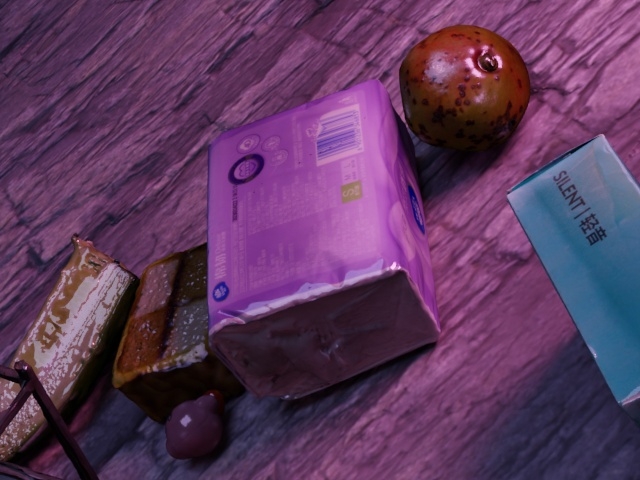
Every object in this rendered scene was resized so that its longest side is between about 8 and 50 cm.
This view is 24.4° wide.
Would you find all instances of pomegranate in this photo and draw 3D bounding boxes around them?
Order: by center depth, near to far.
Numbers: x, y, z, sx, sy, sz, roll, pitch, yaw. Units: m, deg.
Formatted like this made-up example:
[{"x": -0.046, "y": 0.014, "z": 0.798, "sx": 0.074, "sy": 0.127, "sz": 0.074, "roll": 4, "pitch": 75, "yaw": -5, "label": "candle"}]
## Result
[{"x": 0.161, "y": -0.176, "z": 1.775, "sx": 0.159, "sy": 0.159, "sz": 0.205, "roll": -56, "pitch": 10, "yaw": -17, "label": "pomegranate"}]

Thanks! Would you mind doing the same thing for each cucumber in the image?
[{"x": -0.343, "y": 0.164, "z": 1.940, "sx": 0.145, "sy": 0.105, "sz": 0.325, "roll": 26, "pitch": 80, "yaw": 28, "label": "cucumber"}]

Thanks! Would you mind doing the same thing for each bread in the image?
[{"x": -0.163, "y": 0.106, "z": 1.836, "sx": 0.181, "sy": 0.096, "sz": 0.222, "roll": -16, "pitch": 43, "yaw": 29, "label": "bread"}]

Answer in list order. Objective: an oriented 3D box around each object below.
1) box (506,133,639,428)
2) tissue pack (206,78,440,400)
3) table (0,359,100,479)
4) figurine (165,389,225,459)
[{"x": 0.303, "y": 0.070, "z": 1.336, "sx": 0.118, "sy": 0.205, "sz": 0.311, "roll": -33, "pitch": 37, "yaw": 10, "label": "box"}, {"x": 0.000, "y": 0.000, "z": 1.723, "sx": 0.242, "sy": 0.160, "sz": 0.338, "roll": -20, "pitch": 43, "yaw": 15, "label": "tissue pack"}, {"x": -0.448, "y": 0.323, "z": 1.650, "sx": 0.222, "sy": 0.272, "sz": 0.335, "roll": 11, "pitch": 51, "yaw": 29, "label": "table"}, {"x": -0.145, "y": 0.217, "z": 1.725, "sx": 0.083, "sy": 0.067, "sz": 0.071, "roll": -58, "pitch": -7, "yaw": 19, "label": "figurine"}]
